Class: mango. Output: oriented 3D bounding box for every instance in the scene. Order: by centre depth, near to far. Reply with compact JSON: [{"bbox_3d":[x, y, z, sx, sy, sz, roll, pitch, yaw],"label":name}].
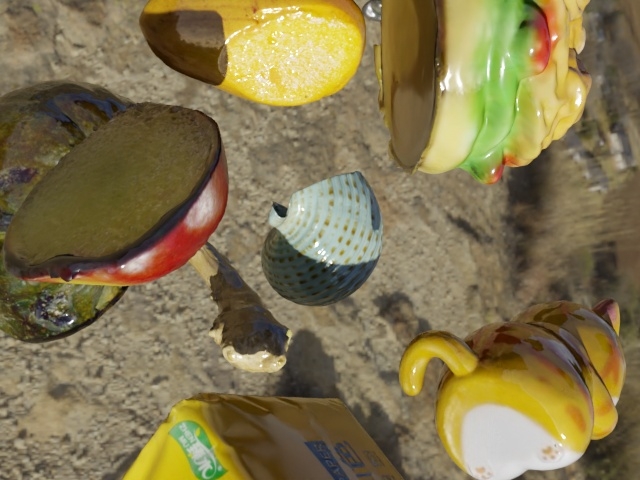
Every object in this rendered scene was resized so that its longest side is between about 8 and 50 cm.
[{"bbox_3d":[-0.066,-0.206,0.835,0.102,0.217,0.141,-108,-160,-58],"label":"mango"}]

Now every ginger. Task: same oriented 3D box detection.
[{"bbox_3d":[-0.145,0.099,1.352,0.131,0.086,0.294,-8,48,-40],"label":"ginger"}]

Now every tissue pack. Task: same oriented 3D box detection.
[{"bbox_3d":[-0.003,0.356,0.862,0.293,0.228,0.382,17,28,-55],"label":"tissue pack"}]

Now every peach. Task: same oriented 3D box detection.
[{"bbox_3d":[-0.155,-0.032,0.693,0.279,0.189,0.068,-92,164,-58],"label":"peach"}]

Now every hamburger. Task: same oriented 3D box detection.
[{"bbox_3d":[0.135,-0.157,0.698,0.237,0.148,0.237,178,-90,-82],"label":"hamburger"}]

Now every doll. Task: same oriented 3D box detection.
[{"bbox_3d":[0.226,0.152,0.907,0.269,0.166,0.162,-3,75,-53],"label":"doll"}]

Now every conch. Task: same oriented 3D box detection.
[{"bbox_3d":[0.005,0.010,1.067,0.131,0.172,0.200,64,7,10],"label":"conch"}]

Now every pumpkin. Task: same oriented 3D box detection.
[{"bbox_3d":[-0.297,-0.060,1.002,0.232,0.242,0.325,70,35,-50],"label":"pumpkin"}]

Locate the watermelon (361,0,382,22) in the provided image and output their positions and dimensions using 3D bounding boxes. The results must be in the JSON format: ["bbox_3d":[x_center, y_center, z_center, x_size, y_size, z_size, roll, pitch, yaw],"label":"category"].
[{"bbox_3d":[0.182,-0.410,1.030,0.278,0.279,0.360,13,108,-53],"label":"watermelon"}]
